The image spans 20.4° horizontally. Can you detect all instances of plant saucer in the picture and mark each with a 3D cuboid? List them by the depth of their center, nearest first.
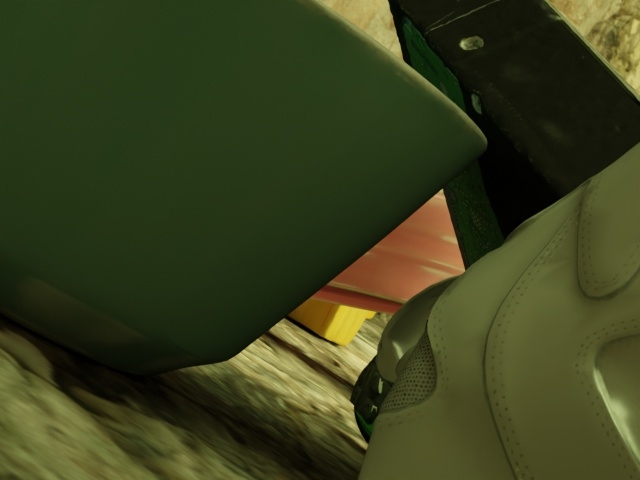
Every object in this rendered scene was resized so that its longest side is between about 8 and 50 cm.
[{"bbox_3d":[0.000,0.000,1.394,0.332,0.084,0.332,12,-4,1],"label":"plant saucer"}]

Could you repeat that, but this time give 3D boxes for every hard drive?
[{"bbox_3d":[0.145,0.048,0.780,0.339,0.064,0.237,56,-11,46],"label":"hard drive"}]

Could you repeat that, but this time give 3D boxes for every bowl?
[{"bbox_3d":[-0.101,-0.056,0.749,0.311,0.163,0.311,32,1,-1],"label":"bowl"}]

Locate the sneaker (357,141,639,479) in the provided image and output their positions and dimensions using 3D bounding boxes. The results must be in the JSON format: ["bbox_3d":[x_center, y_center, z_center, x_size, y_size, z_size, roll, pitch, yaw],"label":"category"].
[{"bbox_3d":[0.136,0.119,0.480,0.137,0.210,0.366,31,36,-50],"label":"sneaker"}]

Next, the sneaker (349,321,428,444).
[{"bbox_3d":[0.167,0.153,0.962,0.343,0.134,0.146,25,-38,19],"label":"sneaker"}]

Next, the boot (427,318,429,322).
[{"bbox_3d":[0.156,0.150,1.343,0.208,0.076,0.189,25,16,-21],"label":"boot"}]

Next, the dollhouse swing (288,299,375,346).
[{"bbox_3d":[-0.045,-0.095,1.771,0.347,0.315,0.305,32,21,15],"label":"dollhouse swing"}]
